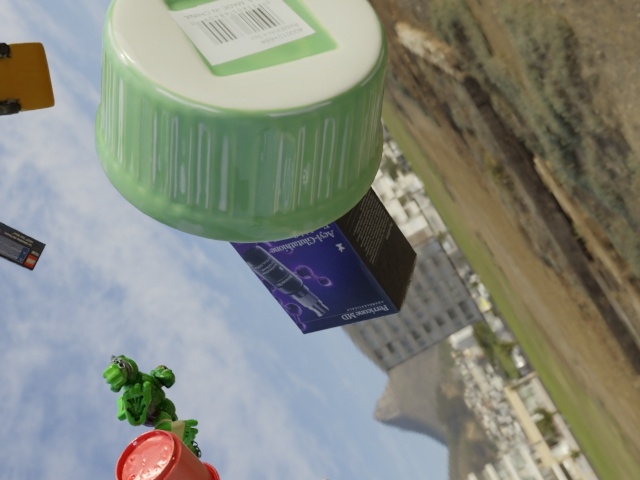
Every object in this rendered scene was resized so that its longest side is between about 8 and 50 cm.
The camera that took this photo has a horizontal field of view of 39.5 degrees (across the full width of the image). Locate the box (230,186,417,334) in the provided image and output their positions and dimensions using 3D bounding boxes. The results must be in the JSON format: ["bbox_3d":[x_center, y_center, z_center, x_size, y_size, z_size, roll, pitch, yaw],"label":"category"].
[{"bbox_3d":[0.000,0.000,1.095,0.207,0.153,0.108,53,-142,-27],"label":"box"}]

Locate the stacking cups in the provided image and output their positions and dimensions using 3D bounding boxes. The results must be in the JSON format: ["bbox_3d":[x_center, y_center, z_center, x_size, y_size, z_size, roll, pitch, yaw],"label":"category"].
[{"bbox_3d":[-0.074,0.287,0.834,0.316,0.096,0.096,62,-176,-36],"label":"stacking cups"}]

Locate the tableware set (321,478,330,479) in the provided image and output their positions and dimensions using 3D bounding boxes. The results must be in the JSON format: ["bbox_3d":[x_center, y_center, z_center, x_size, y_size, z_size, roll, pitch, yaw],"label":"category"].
[{"bbox_3d":[0.034,0.261,0.629,0.020,0.169,0.141,-8,-154,-42],"label":"tableware set"}]

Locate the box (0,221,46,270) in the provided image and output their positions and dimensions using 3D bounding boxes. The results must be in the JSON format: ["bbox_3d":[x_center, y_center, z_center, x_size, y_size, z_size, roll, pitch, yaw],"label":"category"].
[{"bbox_3d":[-0.302,-0.018,0.728,0.137,0.027,0.094,17,168,38],"label":"box"}]

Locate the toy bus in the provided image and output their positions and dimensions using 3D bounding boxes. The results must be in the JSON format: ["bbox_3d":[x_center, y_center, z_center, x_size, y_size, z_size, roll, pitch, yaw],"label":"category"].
[{"bbox_3d":[-0.552,-0.226,1.303,0.332,0.130,0.108,-21,-72,-49],"label":"toy bus"}]

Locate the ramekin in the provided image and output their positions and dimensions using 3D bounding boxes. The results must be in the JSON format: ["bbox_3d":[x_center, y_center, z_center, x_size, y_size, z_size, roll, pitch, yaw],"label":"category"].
[{"bbox_3d":[-0.076,-0.159,0.891,0.148,0.303,0.303,100,152,-49],"label":"ramekin"}]

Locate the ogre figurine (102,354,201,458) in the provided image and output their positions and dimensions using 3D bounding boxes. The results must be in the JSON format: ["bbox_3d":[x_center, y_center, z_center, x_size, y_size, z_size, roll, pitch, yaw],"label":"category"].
[{"bbox_3d":[-0.246,0.229,1.263,0.197,0.097,0.118,33,-177,-30],"label":"ogre figurine"}]
